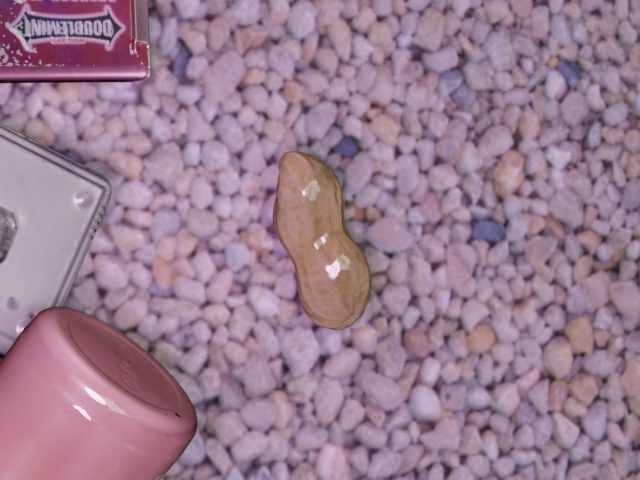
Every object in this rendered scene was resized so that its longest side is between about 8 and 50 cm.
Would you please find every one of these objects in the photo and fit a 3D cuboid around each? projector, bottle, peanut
[{"bbox_3d":[-0.332,-0.020,1.714,0.257,0.099,0.192,28,78,-25],"label":"projector"},{"bbox_3d":[-0.246,0.222,1.686,0.297,0.173,0.206,-52,146,9],"label":"bottle"},{"bbox_3d":[0.000,0.000,1.901,0.082,0.082,0.187,-24,101,-26],"label":"peanut"}]

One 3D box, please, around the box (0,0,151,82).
[{"bbox_3d":[-0.268,-0.201,1.767,0.224,0.069,0.120,-5,92,-28],"label":"box"}]
